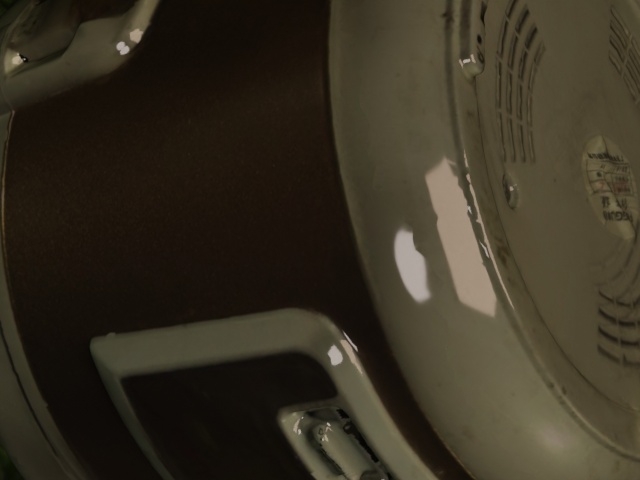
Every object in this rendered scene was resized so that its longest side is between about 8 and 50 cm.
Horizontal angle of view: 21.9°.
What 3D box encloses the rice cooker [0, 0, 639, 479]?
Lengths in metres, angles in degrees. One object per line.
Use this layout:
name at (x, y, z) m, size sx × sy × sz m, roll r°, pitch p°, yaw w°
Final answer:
rice cooker at (0.000, 0.000, 0.812) m, size 0.335 × 0.325 × 0.335 m, roll 25°, pitch 58°, yaw -49°
